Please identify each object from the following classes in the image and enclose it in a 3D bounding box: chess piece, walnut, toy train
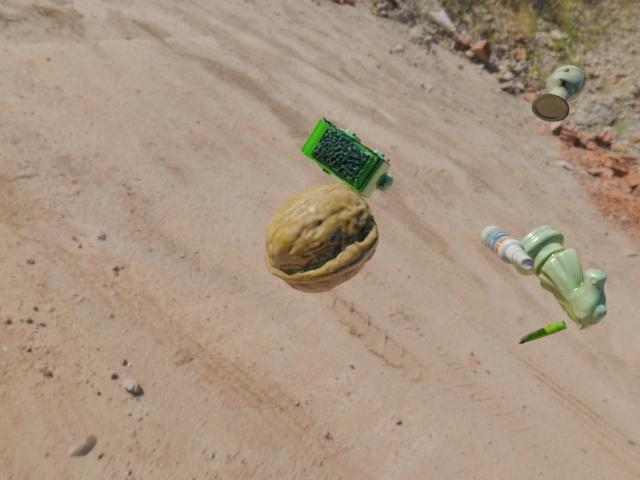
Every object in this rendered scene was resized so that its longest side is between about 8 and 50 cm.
[{"bbox_3d":[0.706,0.106,1.518,0.175,0.176,0.298,-3,42,-32],"label":"chess piece"},{"bbox_3d":[0.000,0.000,1.132,0.257,0.224,0.257,-12,43,12],"label":"walnut"},{"bbox_3d":[0.070,-0.206,1.338,0.243,0.132,0.188,37,10,18],"label":"toy train"}]

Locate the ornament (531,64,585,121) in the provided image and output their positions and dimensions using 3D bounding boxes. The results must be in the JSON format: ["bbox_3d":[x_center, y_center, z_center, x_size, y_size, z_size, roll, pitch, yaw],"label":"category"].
[{"bbox_3d":[0.490,-0.305,1.071,0.074,0.081,0.156,17,47,33],"label":"ornament"}]

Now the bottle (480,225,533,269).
[{"bbox_3d":[0.427,0.020,1.198,0.060,0.060,0.217,20,15,-9],"label":"bottle"}]

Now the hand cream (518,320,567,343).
[{"bbox_3d":[0.554,0.232,1.319,0.023,0.122,0.036,57,35,1],"label":"hand cream"}]
